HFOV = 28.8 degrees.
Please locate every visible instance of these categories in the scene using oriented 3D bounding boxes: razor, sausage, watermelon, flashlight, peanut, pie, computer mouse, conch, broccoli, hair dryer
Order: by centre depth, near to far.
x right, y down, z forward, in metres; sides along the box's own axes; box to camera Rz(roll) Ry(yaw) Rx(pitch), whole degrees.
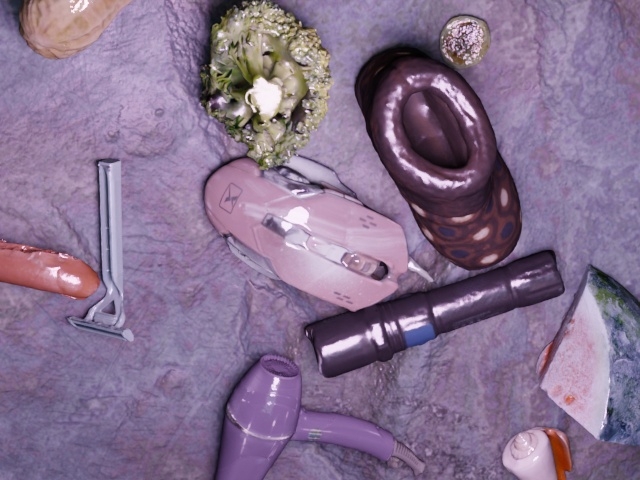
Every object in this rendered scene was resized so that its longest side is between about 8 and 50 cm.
[{"bbox_3d":[-0.310,-0.375,1.774,0.298,0.136,0.120,-40,99,6],"label":"peanut"},{"bbox_3d":[-0.080,-0.224,1.825,0.198,0.176,0.226,11,83,2],"label":"broccoli"},{"bbox_3d":[-0.484,0.031,1.887,0.304,0.078,0.078,13,105,2],"label":"sausage"},{"bbox_3d":[0.220,-0.302,1.913,0.085,0.017,0.085,-1,106,-5],"label":"pie"},{"bbox_3d":[-0.001,0.001,1.921,0.389,0.115,0.199,25,105,-7],"label":"computer mouse"},{"bbox_3d":[-0.326,0.012,1.933,0.111,0.056,0.277,11,101,28],"label":"razor"},{"bbox_3d":[0.186,0.110,1.990,0.424,0.103,0.103,-19,107,-1],"label":"flashlight"},{"bbox_3d":[0.448,0.231,2.008,0.214,0.289,0.320,-12,124,28],"label":"watermelon"},{"bbox_3d":[0.002,0.354,2.047,0.361,0.121,0.301,13,113,-15],"label":"hair dryer"},{"bbox_3d":[0.374,0.374,2.090,0.176,0.094,0.104,48,57,-20],"label":"conch"}]

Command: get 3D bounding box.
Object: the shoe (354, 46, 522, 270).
[{"bbox_3d":[0.193,-0.106,1.853,0.171,0.237,0.384,-29,107,3],"label":"shoe"}]
